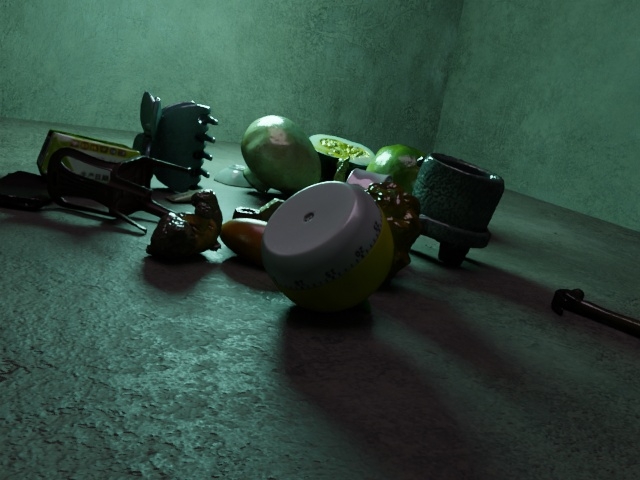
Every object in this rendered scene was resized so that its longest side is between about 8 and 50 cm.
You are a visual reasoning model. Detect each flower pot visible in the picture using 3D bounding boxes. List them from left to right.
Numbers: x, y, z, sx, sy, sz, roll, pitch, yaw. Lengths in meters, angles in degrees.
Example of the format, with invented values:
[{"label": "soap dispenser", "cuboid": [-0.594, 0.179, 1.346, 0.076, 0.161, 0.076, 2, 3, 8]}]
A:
[{"label": "flower pot", "cuboid": [-0.194, -0.038, 1.756, 0.111, 0.089, 0.111, 9, 13, -2]}, {"label": "flower pot", "cuboid": [0.357, -0.089, 1.934, 0.298, 0.283, 0.299, 16, 19, -6]}]

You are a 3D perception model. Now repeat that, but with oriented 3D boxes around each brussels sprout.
[{"label": "brussels sprout", "cuboid": [0.312, -0.215, 2.519, 0.343, 0.268, 0.344, 21, -6, 2]}]

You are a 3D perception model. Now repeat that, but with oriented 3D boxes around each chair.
[{"label": "chair", "cuboid": [-0.537, -0.143, 1.778, 0.326, 0.176, 0.183, 21, 26, 18]}]

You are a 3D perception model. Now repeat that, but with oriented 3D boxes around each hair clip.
[{"label": "hair clip", "cuboid": [-0.489, -0.316, 2.229, 0.238, 0.319, 0.392, 6, 12, -23]}]

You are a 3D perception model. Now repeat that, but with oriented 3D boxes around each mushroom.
[{"label": "mushroom", "cuboid": [-0.149, -0.297, 2.470, 0.352, 0.260, 0.352, 43, 19, -18]}]

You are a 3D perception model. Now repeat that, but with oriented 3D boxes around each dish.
[{"label": "dish", "cuboid": [-0.318, -0.257, 2.606, 0.190, 0.066, 0.191, 9, 13, -2]}]

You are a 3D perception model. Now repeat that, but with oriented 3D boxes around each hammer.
[{"label": "hammer", "cuboid": [0.744, 0.201, 1.540, 0.168, 0.044, 0.439, -3, 18, -44]}]

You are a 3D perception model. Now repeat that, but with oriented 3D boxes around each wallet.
[{"label": "wallet", "cuboid": [-0.809, -0.140, 1.844, 0.165, 0.042, 0.309, 9, 14, -8]}]

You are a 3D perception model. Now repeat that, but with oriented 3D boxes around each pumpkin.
[{"label": "pumpkin", "cuboid": [0.065, -0.294, 2.769, 0.292, 0.197, 0.263, 16, 26, -4]}]

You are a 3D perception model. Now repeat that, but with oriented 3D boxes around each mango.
[{"label": "mango", "cuboid": [-0.149, 0.001, 1.608, 0.217, 0.102, 0.141, 17, 9, 19]}]

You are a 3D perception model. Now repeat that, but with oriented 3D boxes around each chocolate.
[{"label": "chocolate", "cuboid": [-0.712, -0.248, 2.065, 0.288, 0.137, 0.301, 11, 8, -27]}]

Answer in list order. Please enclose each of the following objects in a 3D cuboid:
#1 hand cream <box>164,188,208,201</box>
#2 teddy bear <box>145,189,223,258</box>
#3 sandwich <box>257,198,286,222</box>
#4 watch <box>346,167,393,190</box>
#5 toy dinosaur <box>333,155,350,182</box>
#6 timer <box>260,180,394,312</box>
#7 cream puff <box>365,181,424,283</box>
[{"label": "hand cream", "cuboid": [-0.421, -0.138, 2.134, 0.143, 0.039, 0.061, -13, 25, -38]}, {"label": "teddy bear", "cuboid": [-0.313, -0.018, 1.546, 0.177, 0.140, 0.190, -32, -3, 37]}, {"label": "sandwich", "cuboid": [-0.092, -0.069, 1.960, 0.257, 0.096, 0.094, 11, 8, -5]}, {"label": "watch", "cuboid": [0.136, -0.072, 1.836, 0.195, 0.232, 0.244, 16, 12, 14]}, {"label": "toy dinosaur", "cuboid": [0.050, -0.136, 2.059, 0.153, 0.259, 0.094, 47, 32, 22]}, {"label": "timer", "cuboid": [0.037, 0.045, 1.362, 0.284, 0.286, 0.285, 9, 14, -2]}, {"label": "cream puff", "cuboid": [0.138, -0.019, 1.619, 0.244, 0.196, 0.244, -20, 32, 13]}]
